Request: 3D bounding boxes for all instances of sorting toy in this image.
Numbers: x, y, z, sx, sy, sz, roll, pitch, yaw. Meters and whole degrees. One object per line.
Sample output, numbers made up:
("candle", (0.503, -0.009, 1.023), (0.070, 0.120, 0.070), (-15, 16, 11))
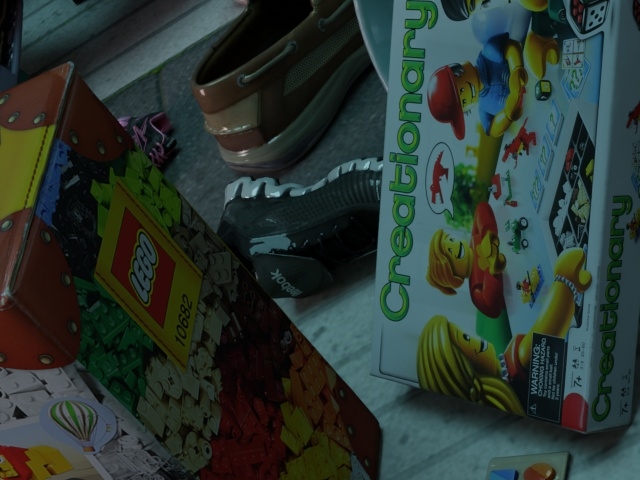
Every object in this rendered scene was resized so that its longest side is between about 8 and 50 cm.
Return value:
("sorting toy", (0.136, 0.156, 1.067), (0.083, 0.012, 0.062), (-11, 44, 34))

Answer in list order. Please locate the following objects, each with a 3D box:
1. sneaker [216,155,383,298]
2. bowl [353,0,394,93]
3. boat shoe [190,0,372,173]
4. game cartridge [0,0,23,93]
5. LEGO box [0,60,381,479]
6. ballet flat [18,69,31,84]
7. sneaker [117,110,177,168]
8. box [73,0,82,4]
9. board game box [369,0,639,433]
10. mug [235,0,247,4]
("sneaker", (0.000, 0.000, 1.309), (0.234, 0.078, 0.106), (-5, 50, 43))
("bowl", (0.182, -0.190, 1.203), (0.163, 0.311, 0.311), (-26, 23, -38))
("boat shoe", (-0.002, -0.209, 1.499), (0.123, 0.116, 0.324), (4, 53, 44))
("game cartridge", (-0.379, -0.154, 1.718), (0.196, 0.060, 0.294), (-40, 29, 18))
("LEGO box", (-0.265, 0.151, 1.120), (0.500, 0.372, 0.193), (-20, 40, 25))
("ballet flat", (-0.346, -0.100, 1.738), (0.070, 0.070, 0.188), (-14, 38, 30))
("sneaker", (-0.160, -0.079, 1.566), (0.057, 0.047, 0.119), (-16, 42, 12))
("box", (-0.280, -0.380, 1.906), (0.077, 0.147, 0.180), (-25, 39, 19))
("board game box", (0.124, -0.044, 1.107), (0.193, 0.053, 0.305), (10, 99, 47))
("mug", (-0.056, -0.319, 1.694), (0.150, 0.113, 0.169), (-25, 34, 61))
